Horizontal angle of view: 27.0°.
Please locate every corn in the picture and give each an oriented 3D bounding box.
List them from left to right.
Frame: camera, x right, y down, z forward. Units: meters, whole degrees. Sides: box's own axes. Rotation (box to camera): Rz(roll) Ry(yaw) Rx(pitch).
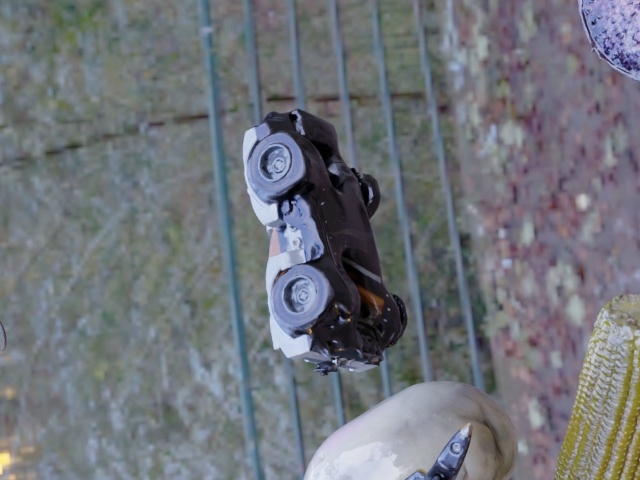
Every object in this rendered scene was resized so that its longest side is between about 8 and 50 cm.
[{"bbox_3d":[0.394,0.231,1.761,0.131,0.131,0.344,-114,24,-55],"label":"corn"}]

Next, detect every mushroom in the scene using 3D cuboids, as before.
[{"bbox_3d":[0.112,0.346,1.850,0.315,0.315,0.356,-114,35,-55],"label":"mushroom"}]

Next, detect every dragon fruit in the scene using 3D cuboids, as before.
[{"bbox_3d":[0.441,-0.306,1.628,0.218,0.148,0.223,15,107,33],"label":"dragon fruit"}]

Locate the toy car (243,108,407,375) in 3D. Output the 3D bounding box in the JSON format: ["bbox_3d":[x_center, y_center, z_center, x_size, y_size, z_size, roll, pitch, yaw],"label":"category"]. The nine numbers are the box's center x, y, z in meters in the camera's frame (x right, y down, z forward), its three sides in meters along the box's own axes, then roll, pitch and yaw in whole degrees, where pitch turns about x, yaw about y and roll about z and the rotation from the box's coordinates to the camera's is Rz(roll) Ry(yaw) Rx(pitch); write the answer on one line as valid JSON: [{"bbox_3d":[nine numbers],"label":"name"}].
[{"bbox_3d":[-0.002,0.000,1.466,0.193,0.118,0.301,18,-126,-57],"label":"toy car"}]

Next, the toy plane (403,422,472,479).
[{"bbox_3d":[0.116,0.339,1.589,0.103,0.204,0.316,-44,-20,-45],"label":"toy plane"}]

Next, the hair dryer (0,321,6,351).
[{"bbox_3d":[-0.577,0.140,1.965,0.236,0.131,0.073,8,113,49],"label":"hair dryer"}]
